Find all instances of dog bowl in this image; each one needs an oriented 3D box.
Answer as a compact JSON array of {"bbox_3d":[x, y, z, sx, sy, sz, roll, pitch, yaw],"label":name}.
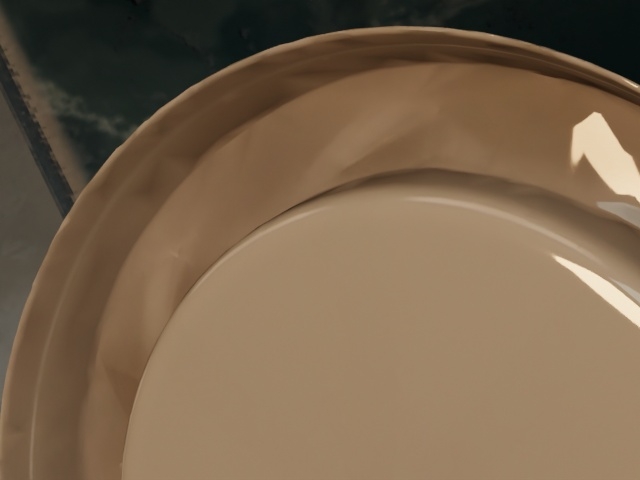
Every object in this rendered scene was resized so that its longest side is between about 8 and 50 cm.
[{"bbox_3d":[0.050,0.103,0.456,0.349,0.102,0.348,5,100,31],"label":"dog bowl"}]
